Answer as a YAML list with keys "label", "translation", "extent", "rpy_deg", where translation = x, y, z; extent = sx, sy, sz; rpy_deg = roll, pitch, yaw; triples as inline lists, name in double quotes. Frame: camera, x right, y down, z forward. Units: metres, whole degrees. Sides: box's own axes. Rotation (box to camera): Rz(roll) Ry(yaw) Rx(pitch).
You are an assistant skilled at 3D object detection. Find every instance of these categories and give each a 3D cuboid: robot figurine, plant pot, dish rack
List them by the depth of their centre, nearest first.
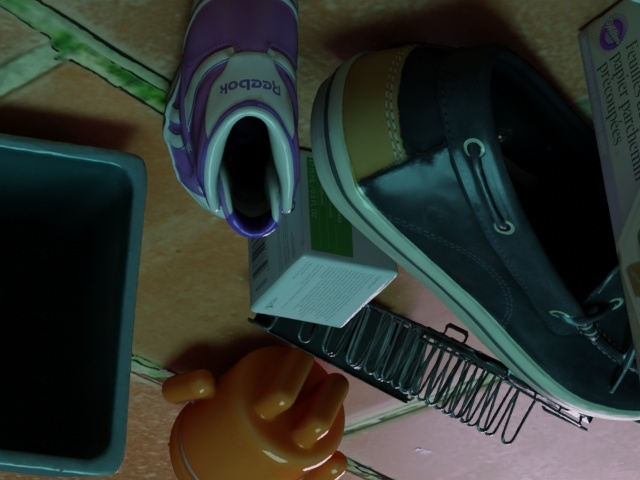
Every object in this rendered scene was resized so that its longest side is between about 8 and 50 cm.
- label: "plant pot"
  translation: [-0.297, 0.063, 1.524]
  extent: [0.247, 0.248, 0.252]
  rpy_deg: [9, 164, -20]
- label: "dish rack"
  translation: [0.093, 0.108, 1.667]
  extent: [0.271, 0.074, 0.208]
  rpy_deg: [22, 175, 46]
- label: "robot figurine"
  translation: [-0.063, 0.179, 1.849]
  extent: [0.158, 0.128, 0.219]
  rpy_deg: [4, 150, -34]

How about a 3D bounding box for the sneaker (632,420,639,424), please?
- label: "sneaker"
  translation: [0.368, 0.157, 1.906]
  extent: [0.170, 0.068, 0.071]
  rpy_deg: [-2, 156, -2]

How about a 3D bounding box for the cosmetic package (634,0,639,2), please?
- label: "cosmetic package"
  translation: [0.268, -0.193, 1.280]
  extent: [0.239, 0.060, 0.099]
  rpy_deg: [13, 149, -32]

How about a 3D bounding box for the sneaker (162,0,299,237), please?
- label: "sneaker"
  translation: [-0.063, -0.053, 1.408]
  extent: [0.102, 0.161, 0.282]
  rpy_deg: [-3, 152, -3]

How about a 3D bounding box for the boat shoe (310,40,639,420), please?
- label: "boat shoe"
  translation: [0.196, 0.001, 1.505]
  extent: [0.156, 0.187, 0.500]
  rpy_deg: [-17, 143, 34]

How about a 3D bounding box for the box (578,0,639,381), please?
- label: "box"
  translation: [0.239, -0.020, 1.322]
  extent: [0.067, 0.324, 0.063]
  rpy_deg: [18, 141, -32]

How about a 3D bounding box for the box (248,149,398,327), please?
- label: "box"
  translation: [0.000, 0.000, 1.561]
  extent: [0.087, 0.101, 0.102]
  rpy_deg: [12, 147, -25]
